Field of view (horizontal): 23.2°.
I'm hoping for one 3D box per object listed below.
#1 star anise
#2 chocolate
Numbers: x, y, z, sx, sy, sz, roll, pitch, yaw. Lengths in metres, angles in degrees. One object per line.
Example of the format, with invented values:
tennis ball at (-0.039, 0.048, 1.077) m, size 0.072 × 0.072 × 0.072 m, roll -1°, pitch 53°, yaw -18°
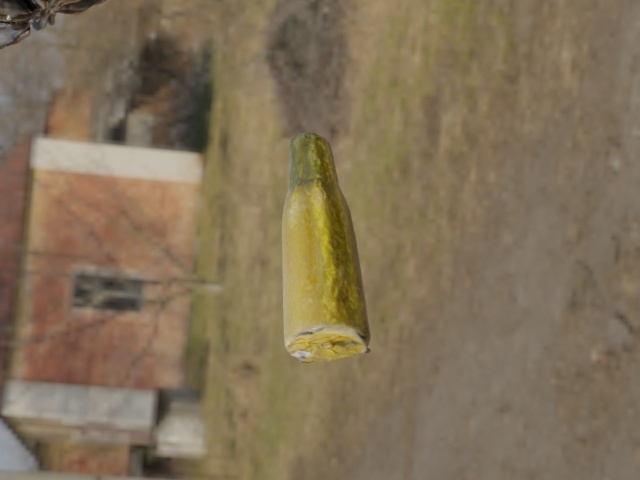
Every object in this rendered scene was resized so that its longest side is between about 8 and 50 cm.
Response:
star anise at (-0.354, -0.303, 1.881) m, size 0.231 × 0.209 × 0.089 m, roll 3°, pitch -125°, yaw -62°
chocolate at (0.000, 0.000, 1.437) m, size 0.085 × 0.086 × 0.219 m, roll 109°, pitch 160°, yaw -62°
